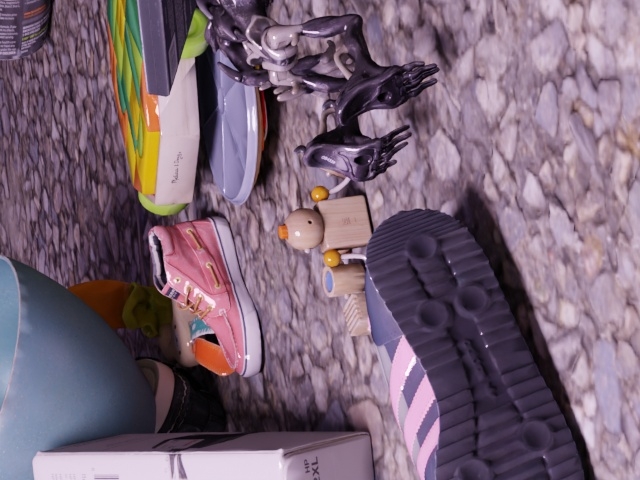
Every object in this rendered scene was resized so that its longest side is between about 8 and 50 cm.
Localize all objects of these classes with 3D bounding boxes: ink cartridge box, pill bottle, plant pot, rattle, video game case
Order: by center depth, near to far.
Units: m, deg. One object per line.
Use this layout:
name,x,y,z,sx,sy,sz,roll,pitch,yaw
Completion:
video game case,-0.117,-0.292,1.688,0.196,0.026,0.274,91,-171,-55
ink cartridge box,-0.098,0.288,1.730,0.307,0.129,0.223,-5,91,39
plant pot,-0.281,0.180,1.943,0.290,0.195,0.290,-40,39,44
rattle,-0.184,0.086,2.038,0.130,0.143,0.200,-68,27,23
pill bottle,-0.399,-0.361,2.439,0.130,0.130,0.246,-119,31,-43

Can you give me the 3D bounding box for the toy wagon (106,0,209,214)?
toy wagon,-0.173,-0.203,1.966,0.267,0.068,0.344,102,157,-53

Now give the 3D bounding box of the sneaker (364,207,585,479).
sneaker,0.113,0.138,1.398,0.131,0.112,0.319,90,167,-63

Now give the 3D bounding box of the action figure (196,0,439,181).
action figure,-0.010,-0.172,1.540,0.276,0.141,0.164,54,147,35

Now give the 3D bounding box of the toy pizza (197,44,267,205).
toy pizza,-0.080,-0.134,1.843,0.201,0.032,0.201,174,90,-74

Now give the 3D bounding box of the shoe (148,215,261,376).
shoe,-0.118,0.059,1.934,0.063,0.081,0.178,121,137,-57

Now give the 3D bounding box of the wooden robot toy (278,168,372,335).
wooden robot toy,0.000,0.000,1.635,0.076,0.079,0.173,143,119,-64

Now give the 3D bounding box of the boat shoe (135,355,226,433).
boat shoe,-0.202,0.190,2.143,0.340,0.113,0.127,-18,55,60
